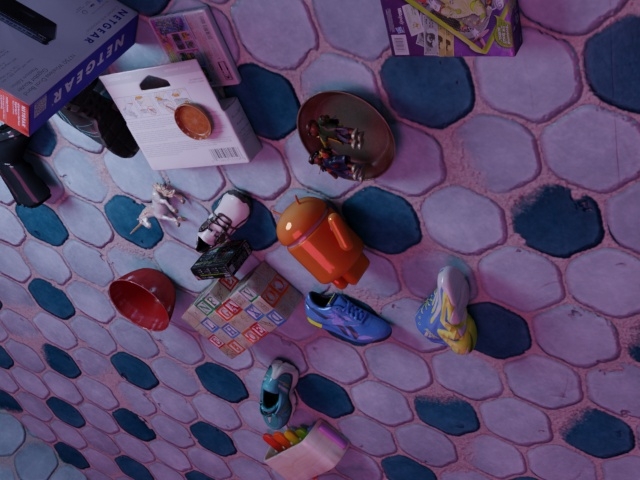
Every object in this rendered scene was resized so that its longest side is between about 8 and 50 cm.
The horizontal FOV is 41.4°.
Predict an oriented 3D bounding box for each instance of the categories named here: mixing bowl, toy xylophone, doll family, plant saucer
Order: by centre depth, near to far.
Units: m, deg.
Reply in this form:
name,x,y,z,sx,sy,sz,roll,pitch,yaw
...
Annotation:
name,x,y,z,sx,sy,sz,roll,pitch,yaw
doll family,0.021,-0.165,1.530,0.111,0.076,0.193,14,140,15
plant saucer,0.052,-0.198,1.560,0.199,0.036,0.198,19,139,18
plant saucer,-0.247,-0.233,1.653,0.083,0.013,0.083,19,139,17
mixing bowl,-0.440,0.137,2.179,0.181,0.098,0.181,19,139,18
toy xylophone,-0.030,0.626,2.403,0.236,0.081,0.323,46,139,-14

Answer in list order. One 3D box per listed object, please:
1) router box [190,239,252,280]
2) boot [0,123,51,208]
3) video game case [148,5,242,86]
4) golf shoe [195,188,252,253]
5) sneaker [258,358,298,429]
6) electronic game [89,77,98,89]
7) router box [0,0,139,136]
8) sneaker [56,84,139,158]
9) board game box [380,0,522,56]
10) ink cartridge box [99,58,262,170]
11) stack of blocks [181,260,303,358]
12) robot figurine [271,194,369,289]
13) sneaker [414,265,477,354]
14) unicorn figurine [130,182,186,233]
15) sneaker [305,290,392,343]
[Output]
name,x,y,z,sx,sy,sz,roll,pitch,yaw
router box,-0.228,0.045,1.949,0.122,0.092,0.038,-7,126,39
boot,-0.713,-0.183,2.043,0.246,0.094,0.207,-6,123,46
video game case,-0.237,-0.361,1.606,0.143,0.019,0.157,1,131,34
golf shoe,-0.217,-0.033,1.863,0.077,0.094,0.198,37,139,-2
sneaker,-0.129,0.424,2.247,0.107,0.110,0.275,21,139,15
electronic game,-0.566,-0.386,1.756,0.229,0.048,0.229,19,155,10
router box,-0.553,-0.381,1.555,0.301,0.335,0.082,29,140,4
sneaker,-0.484,-0.271,1.785,0.106,0.101,0.267,14,157,42
board game box,0.172,-0.431,1.239,0.208,0.056,0.346,11,135,32
ink cartridge box,-0.283,-0.257,1.709,0.275,0.060,0.239,-1,128,34
stack of blocks,-0.194,0.160,2.044,0.171,0.087,0.297,42,140,-9
robot figurine,0.001,-0.001,1.722,0.219,0.128,0.158,45,-177,-13
sneaker,0.240,0.143,1.732,0.126,0.091,0.240,7,134,29
unicorn figurine,-0.369,-0.072,1.963,0.111,0.060,0.162,24,123,13
sneaker,0.059,0.167,1.896,0.209,0.069,0.082,16,134,20
